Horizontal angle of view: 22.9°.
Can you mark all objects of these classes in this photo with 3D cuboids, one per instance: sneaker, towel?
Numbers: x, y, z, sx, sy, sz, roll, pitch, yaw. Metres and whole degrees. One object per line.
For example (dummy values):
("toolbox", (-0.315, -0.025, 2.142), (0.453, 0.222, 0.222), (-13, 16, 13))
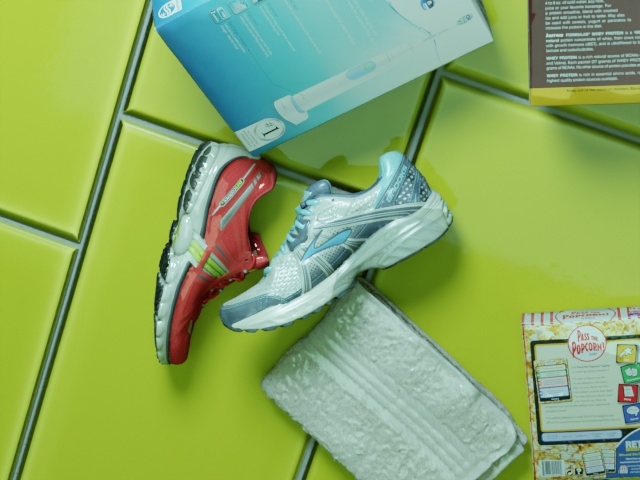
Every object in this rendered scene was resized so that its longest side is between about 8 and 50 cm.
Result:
("sneaker", (0.000, 0.000, 1.769), (0.283, 0.110, 0.122), (-31, 97, -2))
("towel", (0.085, 0.199, 1.841), (0.282, 0.049, 0.187), (42, 105, -3))
("sneaker", (-0.119, 0.027, 1.804), (0.118, 0.107, 0.279), (15, 110, -10))

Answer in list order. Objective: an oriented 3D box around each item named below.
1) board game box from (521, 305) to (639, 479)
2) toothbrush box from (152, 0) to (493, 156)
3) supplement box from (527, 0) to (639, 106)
("board game box", (0.309, 0.176, 1.804), (0.146, 0.045, 0.194), (-3, 103, 9))
("toothbrush box", (0.000, -0.250, 1.652), (0.295, 0.126, 0.216), (-25, 135, 15))
("supplement box", (0.312, -0.248, 1.655), (0.191, 0.129, 0.194), (-1, 104, 9))
